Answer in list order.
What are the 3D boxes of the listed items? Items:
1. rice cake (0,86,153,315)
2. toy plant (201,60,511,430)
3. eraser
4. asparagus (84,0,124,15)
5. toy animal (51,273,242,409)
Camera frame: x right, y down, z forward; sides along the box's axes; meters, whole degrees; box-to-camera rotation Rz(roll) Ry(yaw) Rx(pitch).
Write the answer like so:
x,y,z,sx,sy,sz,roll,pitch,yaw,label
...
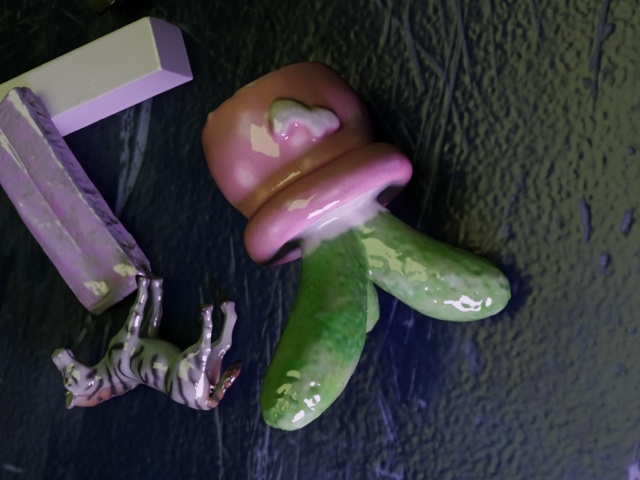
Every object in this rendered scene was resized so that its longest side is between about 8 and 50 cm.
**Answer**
x,y,z,sx,sy,sz,roll,pitch,yaw,label
-0.336,-0.049,1.769,0.106,0.050,0.298,-33,92,22,rice cake
-0.002,-0.006,1.531,0.317,0.210,0.356,-26,84,-18,toy plant
-0.315,-0.199,1.797,0.298,0.076,0.078,-20,78,26,eraser
-0.349,-0.411,1.827,0.343,0.085,0.082,47,114,26,asparagus
-0.215,0.126,1.723,0.255,0.090,0.170,-2,90,30,toy animal
